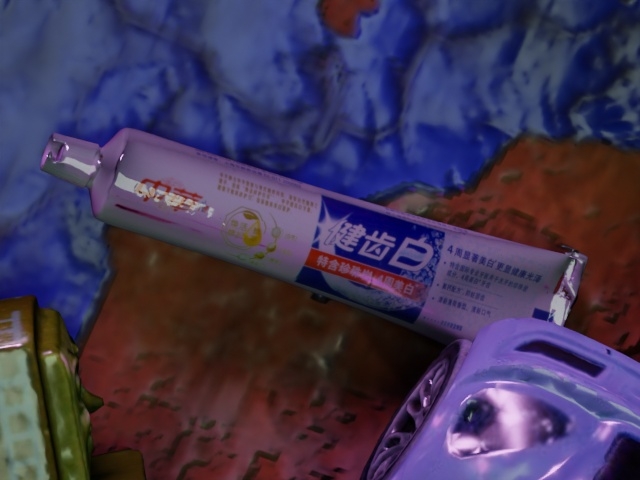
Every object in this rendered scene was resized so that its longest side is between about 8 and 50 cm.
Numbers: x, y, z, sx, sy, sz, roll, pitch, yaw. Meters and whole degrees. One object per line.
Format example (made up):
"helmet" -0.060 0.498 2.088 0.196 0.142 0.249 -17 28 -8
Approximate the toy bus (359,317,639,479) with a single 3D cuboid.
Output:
"toy bus" 0.011 0.164 0.403 0.125 0.133 0.292 34 119 -4

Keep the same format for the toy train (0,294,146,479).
"toy train" -0.149 0.087 0.424 0.225 0.090 0.137 -10 101 -9

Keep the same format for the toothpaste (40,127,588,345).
"toothpaste" 0.000 0.000 0.465 0.170 0.028 0.045 18 92 -17
